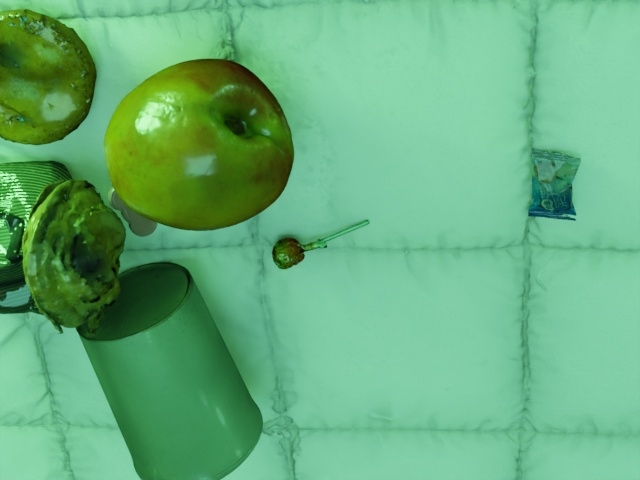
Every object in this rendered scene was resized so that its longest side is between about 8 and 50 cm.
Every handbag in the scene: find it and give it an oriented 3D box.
[{"bbox_3d":[-0.608,0.012,2.165,0.340,0.240,0.247,-4,130,8],"label":"handbag"}]

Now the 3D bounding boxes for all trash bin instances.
[{"bbox_3d":[-0.293,0.286,2.307,0.280,0.280,0.432,-11,121,15],"label":"trash bin"}]

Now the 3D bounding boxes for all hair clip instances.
[{"bbox_3d":[-0.305,-0.084,2.138,0.138,0.102,0.123,-14,126,16],"label":"hair clip"}]

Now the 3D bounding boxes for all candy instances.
[{"bbox_3d":[0.418,-0.098,2.080,0.088,0.038,0.136,8,121,18],"label":"candy"},{"bbox_3d":[0.000,0.000,2.202,0.201,0.060,0.060,-21,122,12],"label":"candy"}]

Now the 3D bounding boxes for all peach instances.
[{"bbox_3d":[-0.210,-0.151,1.973,0.308,0.308,0.332,40,137,-21],"label":"peach"}]

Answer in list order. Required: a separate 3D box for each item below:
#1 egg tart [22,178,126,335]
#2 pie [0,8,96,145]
[{"bbox_3d":[-0.417,0.031,2.085,0.132,0.297,0.297,2,127,18],"label":"egg tart"},{"bbox_3d":[-0.515,-0.288,2.034,0.273,0.069,0.273,3,125,4],"label":"pie"}]
